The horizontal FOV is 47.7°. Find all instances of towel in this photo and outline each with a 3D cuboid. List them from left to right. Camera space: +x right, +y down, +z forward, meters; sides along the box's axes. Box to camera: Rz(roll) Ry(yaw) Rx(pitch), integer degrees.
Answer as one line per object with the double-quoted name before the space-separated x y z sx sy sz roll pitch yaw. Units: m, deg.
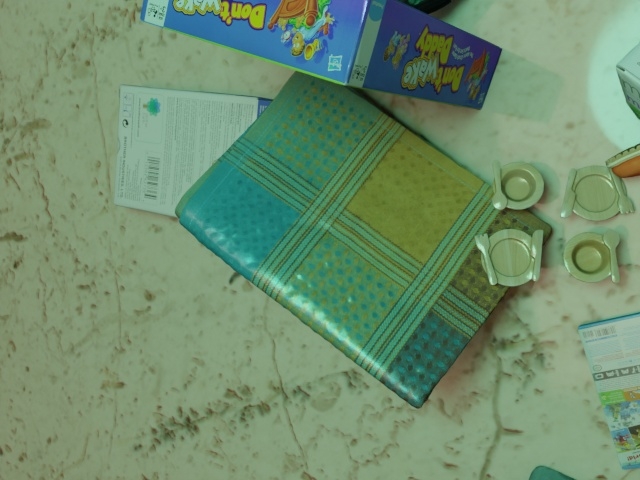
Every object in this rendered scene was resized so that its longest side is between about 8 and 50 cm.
"towel" 0.044 -0.021 0.852 0.370 0.040 0.271 37 77 15

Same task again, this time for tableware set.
"tableware set" 0.255 -0.019 0.793 0.168 0.020 0.141 1 77 11

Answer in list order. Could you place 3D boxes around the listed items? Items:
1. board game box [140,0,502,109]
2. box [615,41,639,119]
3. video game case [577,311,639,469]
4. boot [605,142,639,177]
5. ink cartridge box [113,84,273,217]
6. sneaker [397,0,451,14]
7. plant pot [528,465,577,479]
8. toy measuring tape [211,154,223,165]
"board game box" 0.022 -0.216 0.762 0.233 0.347 0.078 24 107 27
"box" 0.430 -0.132 0.591 0.231 0.126 0.262 -46 54 12
"video game case" 0.366 0.161 0.792 0.119 0.015 0.166 -19 86 30
"boot" 0.377 -0.072 0.738 0.157 0.059 0.085 -9 95 30
"ink cartridge box" -0.168 -0.122 1.050 0.311 0.065 0.186 11 101 31
"sneaker" 0.150 -0.355 0.821 0.223 0.083 0.098 -45 61 4
"plant pot" 0.276 0.432 0.737 0.247 0.252 0.248 19 105 27
"toy measuring tape" 0.000 0.000 0.906 0.121 0.121 0.330 -40 92 27
